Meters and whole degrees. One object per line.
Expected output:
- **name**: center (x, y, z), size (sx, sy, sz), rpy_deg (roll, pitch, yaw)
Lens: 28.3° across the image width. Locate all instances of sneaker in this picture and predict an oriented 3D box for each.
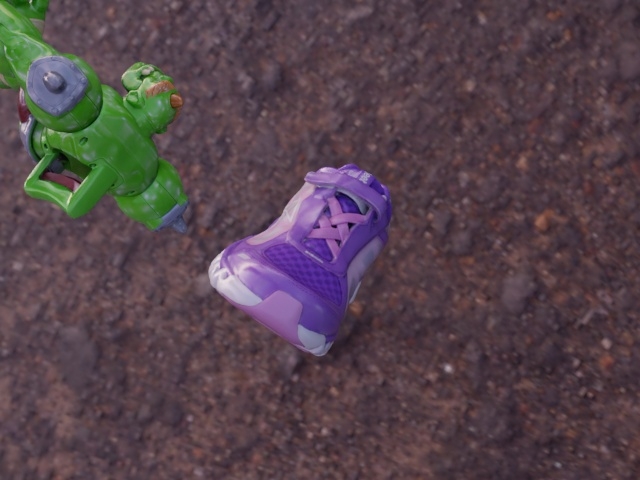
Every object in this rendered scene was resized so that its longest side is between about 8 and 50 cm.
- **sneaker**: center (0.000, 0.000, 0.860), size (0.095, 0.236, 0.104), rpy_deg (37, 105, 1)

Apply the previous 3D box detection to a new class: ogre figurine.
- **ogre figurine**: center (-0.137, -0.067, 0.718), size (0.097, 0.197, 0.118), rpy_deg (-32, 46, -22)
